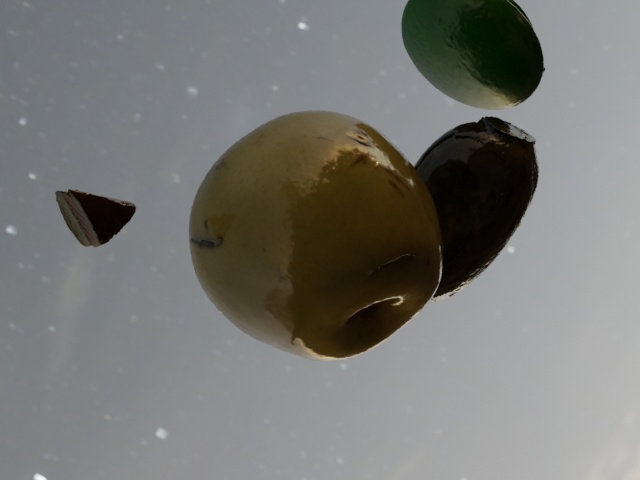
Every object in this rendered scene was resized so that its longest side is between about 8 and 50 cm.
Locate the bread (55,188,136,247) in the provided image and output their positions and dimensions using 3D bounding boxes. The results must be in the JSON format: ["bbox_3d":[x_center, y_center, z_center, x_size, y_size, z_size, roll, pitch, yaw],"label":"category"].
[{"bbox_3d":[-0.259,-0.023,1.613,0.109,0.043,0.062,16,-106,-54],"label":"bread"}]

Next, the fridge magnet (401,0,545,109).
[{"bbox_3d":[0.203,-0.262,1.872,0.088,0.208,0.208,-53,-33,-33],"label":"fridge magnet"}]

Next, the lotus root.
[{"bbox_3d":[0.185,-0.040,1.852,0.152,0.160,0.275,3,-50,-47],"label":"lotus root"}]

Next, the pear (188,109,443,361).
[{"bbox_3d":[0.000,0.000,1.689,0.309,0.309,0.309,-35,-43,-41],"label":"pear"}]
